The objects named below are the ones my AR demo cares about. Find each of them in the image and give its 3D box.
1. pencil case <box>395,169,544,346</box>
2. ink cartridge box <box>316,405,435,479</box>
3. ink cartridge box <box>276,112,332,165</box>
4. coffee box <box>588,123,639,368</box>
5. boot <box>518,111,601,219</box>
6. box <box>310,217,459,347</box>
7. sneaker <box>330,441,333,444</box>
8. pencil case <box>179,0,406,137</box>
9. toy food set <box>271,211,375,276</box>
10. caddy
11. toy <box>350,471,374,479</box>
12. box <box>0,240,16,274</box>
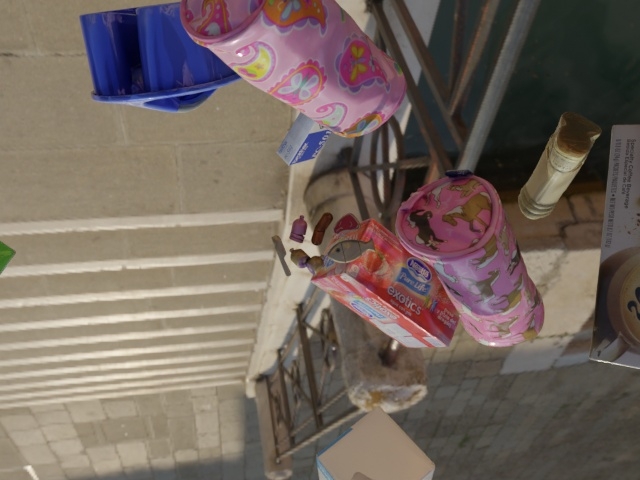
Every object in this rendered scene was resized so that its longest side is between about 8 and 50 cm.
[{"bbox_3d":[0.259,0.048,1.029,0.160,0.167,0.386,-16,144,22],"label":"pencil case"},{"bbox_3d":[0.059,0.272,0.693,0.092,0.090,0.143,-32,146,-23],"label":"ink cartridge box"},{"bbox_3d":[-0.004,-0.252,1.298,0.097,0.046,0.207,-24,158,-50],"label":"ink cartridge box"},{"bbox_3d":[0.444,0.009,0.761,0.168,0.297,0.119,7,-176,37],"label":"coffee box"},{"bbox_3d":[0.545,-0.172,1.426,0.095,0.262,0.203,29,128,12],"label":"boot"},{"bbox_3d":[0.152,0.102,1.353,0.300,0.142,0.154,36,155,-19],"label":"box"},{"bbox_3d":[0.115,0.471,1.067,0.296,0.147,0.104,34,132,12],"label":"sneaker"},{"bbox_3d":[-0.017,-0.205,0.668,0.124,0.124,0.284,-34,155,23],"label":"pencil case"},{"bbox_3d":[0.000,0.000,0.777,0.122,0.077,0.019,-22,179,13],"label":"toy food set"},{"bbox_3d":[-0.236,-0.308,1.048,0.242,0.341,0.179,4,115,24],"label":"caddy"},{"bbox_3d":[0.101,0.289,0.471,0.237,0.137,0.056,23,125,20],"label":"toy"},{"bbox_3d":[-0.407,-0.010,0.444,0.231,0.126,0.262,-5,140,44],"label":"box"}]
